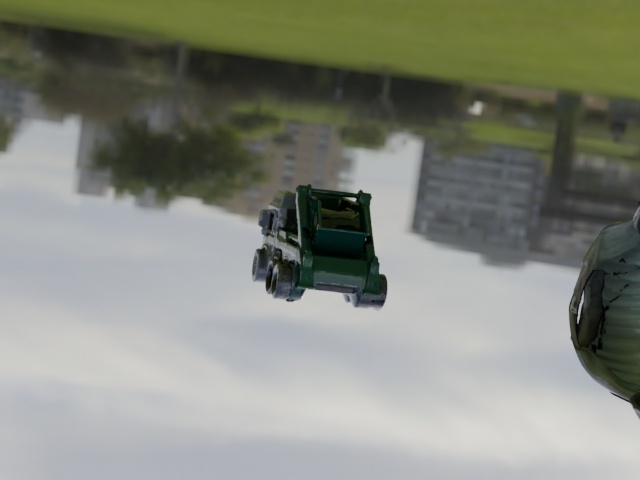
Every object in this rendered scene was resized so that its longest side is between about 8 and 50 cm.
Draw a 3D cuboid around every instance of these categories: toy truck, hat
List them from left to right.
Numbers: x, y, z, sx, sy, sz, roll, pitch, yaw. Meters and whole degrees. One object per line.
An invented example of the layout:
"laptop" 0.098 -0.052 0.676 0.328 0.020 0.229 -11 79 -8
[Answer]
"toy truck" 0.000 0.000 1.692 0.110 0.116 0.216 7 -175 -13
"hat" 0.382 0.075 1.752 0.161 0.232 0.275 2 172 -25
